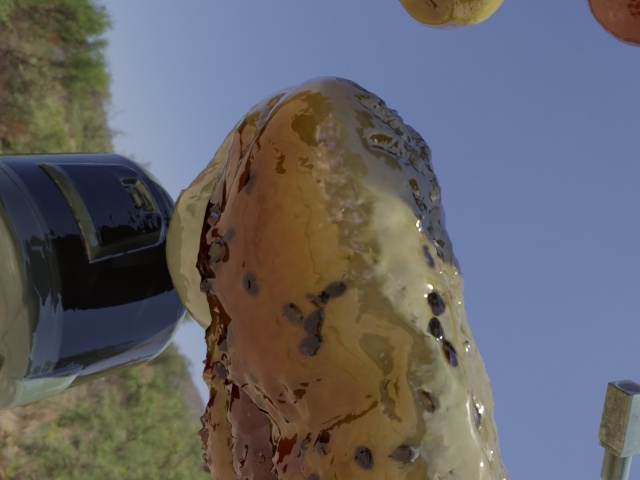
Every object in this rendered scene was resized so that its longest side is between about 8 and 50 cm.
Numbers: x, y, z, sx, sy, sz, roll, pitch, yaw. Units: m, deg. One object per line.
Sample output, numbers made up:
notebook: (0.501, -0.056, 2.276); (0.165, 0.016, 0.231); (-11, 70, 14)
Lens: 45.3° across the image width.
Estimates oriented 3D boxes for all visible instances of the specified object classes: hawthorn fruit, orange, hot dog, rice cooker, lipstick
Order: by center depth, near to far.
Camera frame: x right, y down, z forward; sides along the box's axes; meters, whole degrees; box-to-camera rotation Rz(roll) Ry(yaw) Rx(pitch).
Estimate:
hot dog: (-0.002, 0.071, 0.579); (0.367, 0.196, 0.365); (148, -60, -69)
lipstick: (0.273, 0.194, 0.702); (0.030, 0.030, 0.129); (-149, -120, -61)
rice cooker: (-0.368, 0.037, 0.983); (0.335, 0.325, 0.335); (6, -81, 36)
hawthorn fruit: (0.560, -0.412, 1.290); (0.199, 0.200, 0.251); (115, -33, -66)
orange: (0.268, -0.574, 1.595); (0.279, 0.235, 0.279); (47, -19, 21)

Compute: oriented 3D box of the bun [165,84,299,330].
bun: (0.000, 0.000, 0.889); (0.213, 0.361, 0.361); (23, -47, 39)
